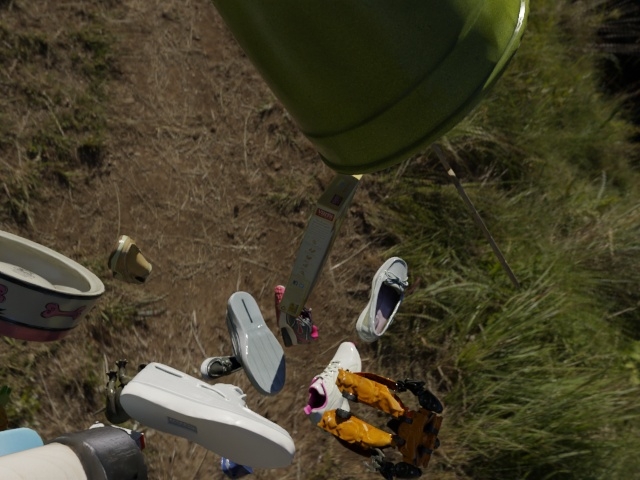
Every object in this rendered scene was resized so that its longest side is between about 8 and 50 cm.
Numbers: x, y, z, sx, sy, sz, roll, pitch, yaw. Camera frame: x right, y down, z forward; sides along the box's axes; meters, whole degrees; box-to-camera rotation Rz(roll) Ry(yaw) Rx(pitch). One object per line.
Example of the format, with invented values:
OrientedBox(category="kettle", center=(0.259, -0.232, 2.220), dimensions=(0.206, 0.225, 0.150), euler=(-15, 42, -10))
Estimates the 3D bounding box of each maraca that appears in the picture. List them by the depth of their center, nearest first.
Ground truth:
OrientedBox(category="maraca", center=(-0.828, 0.453, 1.452), dimensions=(0.099, 0.127, 0.186), euler=(24, 66, -7))

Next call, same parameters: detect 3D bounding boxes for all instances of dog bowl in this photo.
OrientedBox(category="dog bowl", center=(-0.759, 0.108, 1.444), dimensions=(0.407, 0.408, 0.151), euler=(26, 91, -2))

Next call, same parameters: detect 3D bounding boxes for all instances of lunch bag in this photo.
OrientedBox(category="lunch bag", center=(-0.213, 0.552, 1.465), dimensions=(0.065, 0.067, 0.099), euler=(-23, 36, 11))

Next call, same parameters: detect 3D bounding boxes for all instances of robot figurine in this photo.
OrientedBox(category="robot figurine", center=(0.136, 0.386, 1.256), dimensions=(0.085, 0.290, 0.211), euler=(33, 75, -46))

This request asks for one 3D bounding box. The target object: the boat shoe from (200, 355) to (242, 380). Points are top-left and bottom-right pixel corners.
OrientedBox(category="boat shoe", center=(-0.215, 0.279, 1.298), dimensions=(0.040, 0.142, 0.049), euler=(-17, 82, 20))

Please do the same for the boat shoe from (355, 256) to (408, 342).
OrientedBox(category="boat shoe", center=(0.222, 0.192, 1.938), dimensions=(0.118, 0.103, 0.321), euler=(37, 63, -12))

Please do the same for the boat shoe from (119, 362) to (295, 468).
OrientedBox(category="boat shoe", center=(-0.107, 0.172, 0.589), dimensions=(0.184, 0.066, 0.063), euler=(12, 39, 13))

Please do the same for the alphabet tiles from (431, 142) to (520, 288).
OrientedBox(category="alphabet tiles", center=(0.261, -0.076, 1.047), dimensions=(0.343, 0.011, 0.285), euler=(52, 16, -28))

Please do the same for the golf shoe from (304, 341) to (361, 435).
OrientedBox(category="golf shoe", center=(0.040, 0.446, 1.835), dimensions=(0.140, 0.115, 0.307), euler=(39, 52, -29))

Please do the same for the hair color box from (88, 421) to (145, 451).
OrientedBox(category="hair color box", center=(-0.595, 0.576, 1.651), dimensions=(0.167, 0.054, 0.093), euler=(7, 21, 20))

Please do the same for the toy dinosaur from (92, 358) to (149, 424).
OrientedBox(category="toy dinosaur", center=(-0.543, 0.435, 1.613), dimensions=(0.313, 0.121, 0.160), euler=(-30, 55, 12))

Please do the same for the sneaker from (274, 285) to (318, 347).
OrientedBox(category="sneaker", center=(-0.081, 0.235, 1.862), dimensions=(0.111, 0.299, 0.121), euler=(-9, 55, 2))

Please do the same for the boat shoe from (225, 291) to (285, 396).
OrientedBox(category="boat shoe", center=(-0.130, 0.210, 1.145), dimensions=(0.083, 0.076, 0.226), euler=(-1, 51, -28))

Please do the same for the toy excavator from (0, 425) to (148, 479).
OrientedBox(category="toy excavator", center=(-0.392, 0.289, 0.531), dimensions=(0.444, 0.222, 0.433), euler=(-27, 74, 21))

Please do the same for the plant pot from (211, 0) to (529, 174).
OrientedBox(category="plant pot", center=(0.016, -0.337, 0.762), dimensions=(0.353, 0.366, 0.367), euler=(38, 58, -31))

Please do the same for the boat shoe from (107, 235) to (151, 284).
OrientedBox(category="boat shoe", center=(-0.358, 0.043, 1.119), dimensions=(0.072, 0.190, 0.068), euler=(25, 71, -5))

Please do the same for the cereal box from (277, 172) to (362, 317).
OrientedBox(category="cereal box", center=(0.000, 0.000, 1.049), dimensions=(0.047, 0.240, 0.173), euler=(25, 34, 4))
